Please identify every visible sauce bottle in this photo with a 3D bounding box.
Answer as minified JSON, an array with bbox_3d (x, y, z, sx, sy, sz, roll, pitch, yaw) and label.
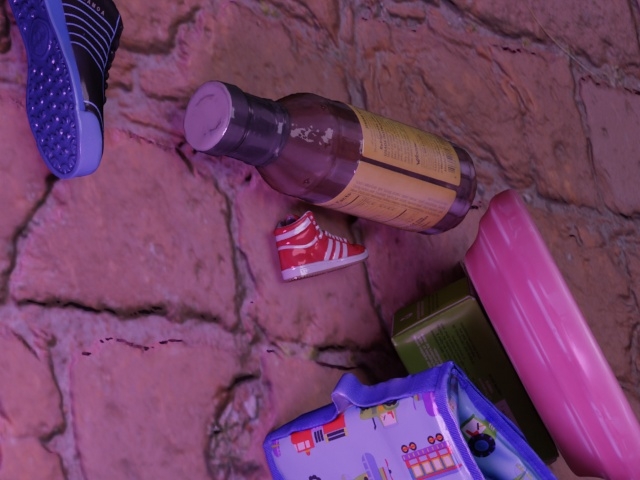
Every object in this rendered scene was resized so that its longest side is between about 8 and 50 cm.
[{"bbox_3d":[0.013,-0.088,1.674,0.344,0.111,0.111,17,60,-44],"label":"sauce bottle"}]

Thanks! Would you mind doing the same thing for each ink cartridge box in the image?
[{"bbox_3d":[0.158,0.138,1.755,0.189,0.097,0.255,62,5,-6],"label":"ink cartridge box"}]

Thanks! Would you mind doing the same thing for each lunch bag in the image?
[{"bbox_3d":[0.092,0.246,1.515,0.293,0.221,0.138,55,40,-15],"label":"lunch bag"}]

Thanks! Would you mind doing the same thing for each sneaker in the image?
[{"bbox_3d":[-0.213,-0.165,1.479,0.090,0.081,0.232,-1,72,-41],"label":"sneaker"},{"bbox_3d":[0.000,0.000,1.671,0.118,0.042,0.067,-13,85,-48],"label":"sneaker"}]

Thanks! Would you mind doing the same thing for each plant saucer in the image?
[{"bbox_3d":[0.237,0.109,1.691,0.332,0.084,0.332,62,6,-12],"label":"plant saucer"}]
